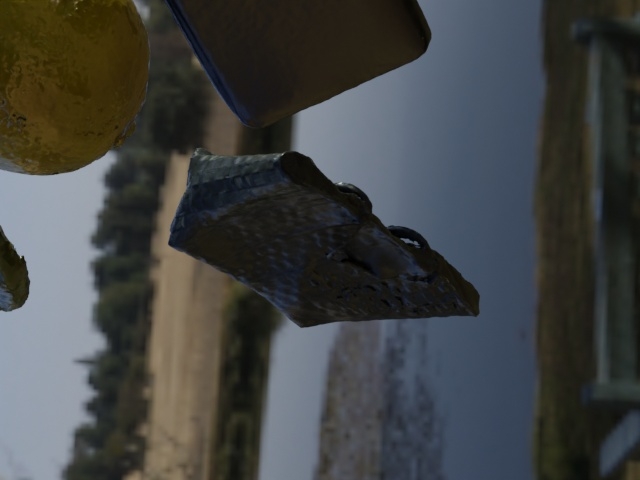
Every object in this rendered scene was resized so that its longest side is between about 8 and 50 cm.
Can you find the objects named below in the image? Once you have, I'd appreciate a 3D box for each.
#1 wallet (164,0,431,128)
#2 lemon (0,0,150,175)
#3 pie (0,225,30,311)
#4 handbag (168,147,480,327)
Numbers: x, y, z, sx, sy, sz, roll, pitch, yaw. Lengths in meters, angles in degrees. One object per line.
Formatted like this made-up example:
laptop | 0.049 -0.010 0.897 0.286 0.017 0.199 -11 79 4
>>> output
wallet | -0.040 -0.193 1.052 0.250 0.149 0.044 59 -169 -32
lemon | -0.286 -0.182 1.571 0.236 0.263 0.236 -171 90 -66
pie | -0.310 -0.067 1.168 0.323 0.070 0.323 48 167 15
handbag | 0.000 0.000 1.356 0.270 0.175 0.089 35 -115 -42
